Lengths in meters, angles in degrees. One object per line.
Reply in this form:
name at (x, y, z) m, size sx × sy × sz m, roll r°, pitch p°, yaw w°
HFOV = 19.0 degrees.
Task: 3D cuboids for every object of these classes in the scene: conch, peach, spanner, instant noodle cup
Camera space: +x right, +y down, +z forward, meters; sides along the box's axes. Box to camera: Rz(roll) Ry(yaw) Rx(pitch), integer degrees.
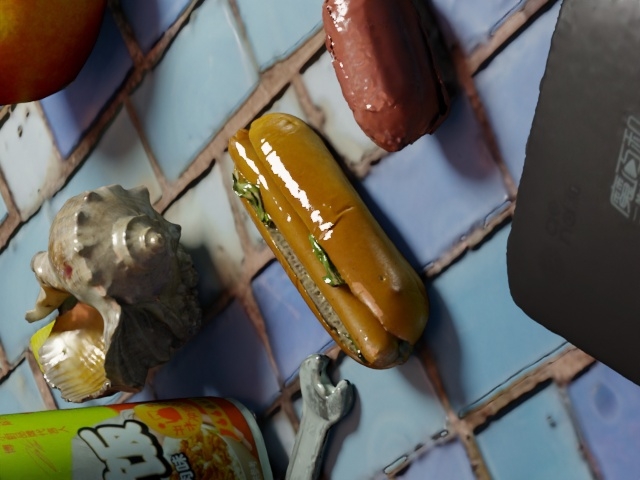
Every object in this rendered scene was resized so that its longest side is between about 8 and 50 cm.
conch at (-0.195, 0.053, 1.693) m, size 0.245 × 0.163 × 0.178 m, roll -25°, pitch 45°, yaw 50°
peach at (-0.293, -0.241, 1.729) m, size 0.196 × 0.190 × 0.226 m, roll 35°, pitch 132°, yaw 52°
spanner at (-0.022, 0.230, 1.644) m, size 0.071 × 0.017 × 0.302 m, roll 41°, pitch 128°, yaw 38°
instant noodle cup at (-0.211, 0.256, 1.636) m, size 0.294 × 0.307 × 0.294 m, roll 21°, pitch 115°, yaw 54°

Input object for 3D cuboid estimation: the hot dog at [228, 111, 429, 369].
hot dog at (0.000, 0.000, 1.520) m, size 0.249 × 0.068 × 0.100 m, roll 54°, pitch 136°, yaw 29°

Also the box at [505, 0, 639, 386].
box at (0.251, -0.033, 1.197) m, size 0.289 × 0.073 × 0.290 m, roll 33°, pitch 123°, yaw 42°

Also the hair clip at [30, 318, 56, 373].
hair clip at (-0.225, 0.070, 1.835) m, size 0.173 × 0.046 × 0.072 m, roll -41°, pitch 70°, yaw 46°

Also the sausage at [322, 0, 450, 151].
sausage at (0.047, -0.135, 1.424) m, size 0.076 × 0.076 × 0.141 m, roll -31°, pitch 76°, yaw 50°
